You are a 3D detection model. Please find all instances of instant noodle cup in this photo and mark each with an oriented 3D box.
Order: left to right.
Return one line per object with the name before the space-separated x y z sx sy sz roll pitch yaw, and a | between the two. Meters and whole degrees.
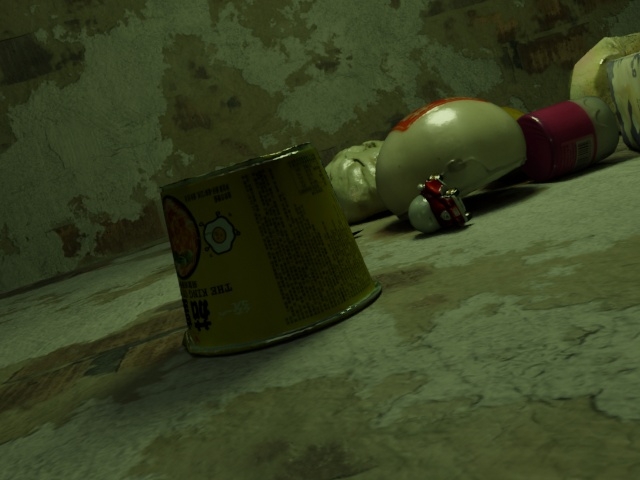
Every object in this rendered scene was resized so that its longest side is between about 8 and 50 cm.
instant noodle cup | -0.093 0.001 1.046 0.326 0.254 0.325 -16 8 2

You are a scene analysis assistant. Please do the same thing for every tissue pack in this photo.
tissue pack | 0.789 -0.334 1.598 0.126 0.242 0.344 -14 8 15

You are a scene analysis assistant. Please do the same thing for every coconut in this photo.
coconut | 0.995 -0.515 2.227 0.353 0.352 0.352 -17 7 2

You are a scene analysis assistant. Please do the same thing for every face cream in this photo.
face cream | 0.601 -0.252 1.658 0.195 0.175 0.175 -18 8 -13

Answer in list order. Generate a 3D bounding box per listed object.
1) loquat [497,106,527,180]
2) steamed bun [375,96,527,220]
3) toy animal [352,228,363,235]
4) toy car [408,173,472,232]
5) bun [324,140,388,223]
loquat | 0.522 -0.260 1.847 0.246 0.213 0.214 0 -7 -43
steamed bun | 0.297 -0.213 1.637 0.375 0.241 0.374 -27 -3 -2
toy animal | 0.000 0.000 1.652 0.220 0.062 0.108 -20 26 -28
toy car | 0.239 -0.063 1.410 0.112 0.112 0.139 -32 19 0
bun | 0.161 -0.191 2.039 0.366 0.219 0.365 -17 11 3
